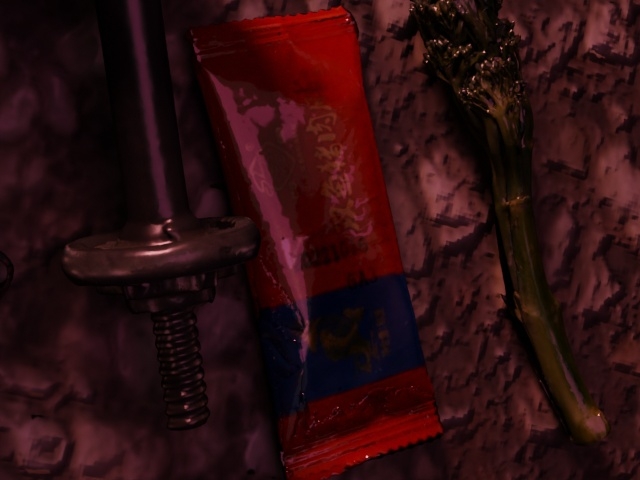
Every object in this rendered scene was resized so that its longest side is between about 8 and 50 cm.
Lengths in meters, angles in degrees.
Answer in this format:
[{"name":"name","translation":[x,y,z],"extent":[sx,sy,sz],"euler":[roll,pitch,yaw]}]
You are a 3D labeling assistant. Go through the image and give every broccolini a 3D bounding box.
[{"name":"broccolini","translation":[0.091,-0.015,0.624],"extent":[0.051,0.054,0.239],"euler":[-24,102,-40]}]

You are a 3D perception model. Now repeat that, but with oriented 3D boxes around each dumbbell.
[{"name":"dumbbell","translation":[-0.068,-0.052,0.518],"extent":[0.110,0.110,0.255],"euler":[-12,100,-27]}]

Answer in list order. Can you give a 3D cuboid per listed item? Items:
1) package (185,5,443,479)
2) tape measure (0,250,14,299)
[{"name":"package","translation":[0.000,0.000,0.590],"extent":[0.083,0.022,0.201],"euler":[-14,93,-26]},{"name":"tape measure","translation":[-0.173,-0.061,0.497],"extent":[0.104,0.107,0.180],"euler":[-3,130,-1]}]
